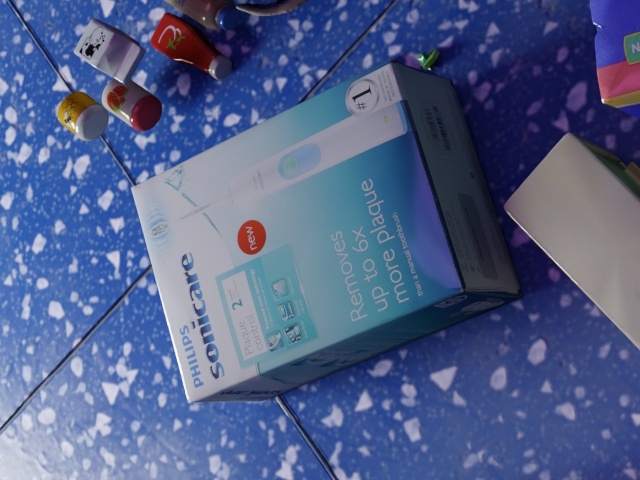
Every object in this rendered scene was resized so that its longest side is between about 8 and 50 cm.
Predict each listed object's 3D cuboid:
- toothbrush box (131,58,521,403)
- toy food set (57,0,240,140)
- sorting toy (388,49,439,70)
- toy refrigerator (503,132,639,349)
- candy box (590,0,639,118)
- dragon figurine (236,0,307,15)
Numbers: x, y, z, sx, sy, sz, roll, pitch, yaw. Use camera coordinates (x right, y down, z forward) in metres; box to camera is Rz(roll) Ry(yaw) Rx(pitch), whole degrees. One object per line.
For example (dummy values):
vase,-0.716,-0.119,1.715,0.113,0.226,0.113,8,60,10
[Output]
toothbrush box,0.000,0.000,1.434,0.295,0.126,0.216,-23,74,29
toy food set,-0.155,-0.186,1.574,0.104,0.111,0.232,35,99,32
sorting toy,0.078,-0.144,1.478,0.062,0.012,0.083,32,100,32
toy refrigerator,0.279,0.034,1.268,0.094,0.102,0.269,-51,60,16
candy box,0.369,-0.151,1.111,0.268,0.317,0.122,-13,75,31
dragon figurine,0.041,-0.320,1.487,0.289,0.085,0.144,-30,67,25
